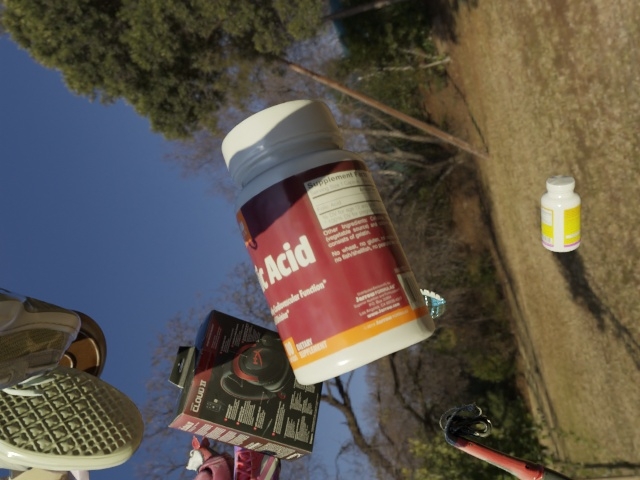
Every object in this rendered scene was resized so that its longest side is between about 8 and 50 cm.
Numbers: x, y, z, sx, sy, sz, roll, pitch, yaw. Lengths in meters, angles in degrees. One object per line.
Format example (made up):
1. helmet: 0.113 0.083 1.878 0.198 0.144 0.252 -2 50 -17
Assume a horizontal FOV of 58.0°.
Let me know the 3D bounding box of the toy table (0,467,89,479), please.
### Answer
1. toy table: -0.680 0.626 1.421 0.160 0.252 0.275 1 -94 -41

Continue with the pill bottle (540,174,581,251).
1. pill bottle: 0.280 -0.032 0.673 0.043 0.043 0.083 -70 -29 -59

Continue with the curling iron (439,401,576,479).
1. curling iron: 0.297 0.309 0.803 0.068 0.273 0.035 -62 -14 -2

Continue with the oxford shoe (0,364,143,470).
1. oxford shoe: -0.498 0.281 0.892 0.169 0.448 0.130 -90 8 -55

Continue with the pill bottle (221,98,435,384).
1. pill bottle: 0.000 0.000 0.893 0.393 0.224 0.224 68 -164 11

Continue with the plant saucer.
1. plant saucer: -0.736 0.345 1.601 0.310 0.050 0.311 -13 -70 -40

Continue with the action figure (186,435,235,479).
1. action figure: -0.235 0.654 1.434 0.248 0.275 0.370 -11 -112 -47

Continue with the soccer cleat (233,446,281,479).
1. soccer cleat: -0.148 0.538 1.263 0.116 0.108 0.319 26 -142 -47

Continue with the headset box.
1. headset box: -0.149 0.285 1.146 0.293 0.110 0.218 22 -127 -17

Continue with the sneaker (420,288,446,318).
1. sneaker: 0.201 0.140 1.357 0.083 0.190 0.072 -19 -69 -74

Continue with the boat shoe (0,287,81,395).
1. boat shoe: -0.288 0.089 0.485 0.320 0.118 0.103 145 144 -73
